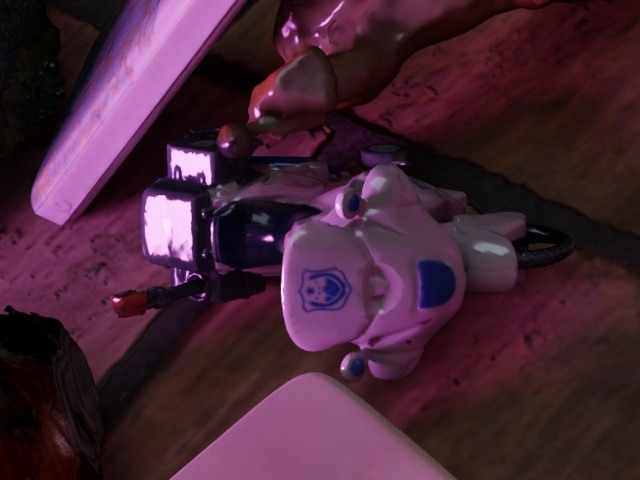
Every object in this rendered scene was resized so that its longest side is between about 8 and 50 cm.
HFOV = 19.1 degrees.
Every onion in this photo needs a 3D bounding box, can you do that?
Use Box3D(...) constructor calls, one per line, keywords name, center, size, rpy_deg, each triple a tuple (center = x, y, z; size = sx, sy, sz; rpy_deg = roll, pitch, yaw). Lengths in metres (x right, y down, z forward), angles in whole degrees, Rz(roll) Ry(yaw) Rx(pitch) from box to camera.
Box3D(name="onion", center=(-0.159, 0.095, 0.905), size=(0.119, 0.118, 0.117), rpy_deg=(-25, 11, 3))

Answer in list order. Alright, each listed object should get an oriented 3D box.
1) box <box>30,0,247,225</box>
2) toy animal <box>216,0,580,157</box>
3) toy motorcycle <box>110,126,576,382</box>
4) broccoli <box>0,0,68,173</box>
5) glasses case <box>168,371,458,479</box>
Box3D(name="box", center=(-0.074, -0.124, 0.989), size=(0.285, 0.044, 0.142), rpy_deg=(-45, 24, 49))
Box3D(name="toy animal", center=(0.072, -0.129, 0.963), size=(0.312, 0.157, 0.097), rpy_deg=(-26, 82, -8))
Box3D(name="toy motorcycle", center=(0.000, 0.000, 0.909), size=(0.221, 0.102, 0.150), rpy_deg=(10, 20, 39))
Box3D(name="broccoli", center=(-0.284, -0.121, 1.089), size=(0.245, 0.265, 0.294), rpy_deg=(-18, 70, 50))
Box3D(name="glasses case", center=(-0.070, 0.196, 0.792), size=(0.313, 0.070, 0.131), rpy_deg=(-40, 46, -13))
